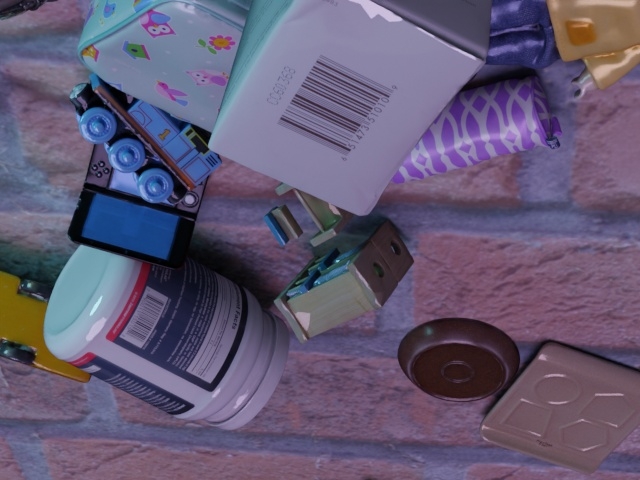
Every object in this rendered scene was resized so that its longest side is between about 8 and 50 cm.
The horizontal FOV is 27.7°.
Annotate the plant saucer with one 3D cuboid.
[{"bbox_3d":[0.188,0.171,1.782,0.168,0.029,0.168,6,136,5],"label":"plant saucer"}]

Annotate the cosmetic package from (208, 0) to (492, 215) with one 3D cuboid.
[{"bbox_3d":[0.041,-0.239,1.125,0.156,0.385,0.217,24,138,-12],"label":"cosmetic package"}]

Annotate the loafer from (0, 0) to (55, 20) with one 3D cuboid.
[{"bbox_3d":[-0.277,-0.279,1.351,0.267,0.096,0.084,-23,134,26],"label":"loafer"}]

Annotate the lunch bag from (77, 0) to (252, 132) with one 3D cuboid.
[{"bbox_3d":[-0.083,-0.200,1.329,0.279,0.108,0.224,23,153,-33],"label":"lunch bag"}]

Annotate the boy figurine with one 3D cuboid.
[{"bbox_3d":[0.276,-0.220,1.318,0.285,0.092,0.177,-2,130,15],"label":"boy figurine"}]

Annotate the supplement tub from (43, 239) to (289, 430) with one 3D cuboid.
[{"bbox_3d":[-0.196,0.113,1.661,0.272,0.191,0.191,32,132,-27],"label":"supplement tub"}]

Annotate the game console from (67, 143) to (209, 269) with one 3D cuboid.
[{"bbox_3d":[-0.215,-0.051,1.552,0.144,0.085,0.124,16,113,-7],"label":"game console"}]

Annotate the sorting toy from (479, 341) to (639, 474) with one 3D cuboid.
[{"bbox_3d":[0.349,0.233,1.817,0.193,0.038,0.208,19,131,-10],"label":"sorting toy"}]

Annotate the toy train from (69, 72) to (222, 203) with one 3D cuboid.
[{"bbox_3d":[-0.202,-0.125,1.493,0.105,0.080,0.184,-41,114,2],"label":"toy train"}]

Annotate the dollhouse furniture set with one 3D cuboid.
[{"bbox_3d":[0.000,0.000,1.590,0.129,0.129,0.183,-27,101,32],"label":"dollhouse furniture set"}]

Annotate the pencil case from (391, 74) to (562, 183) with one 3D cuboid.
[{"bbox_3d":[0.163,-0.122,1.448,0.206,0.086,0.088,-11,160,22],"label":"pencil case"}]

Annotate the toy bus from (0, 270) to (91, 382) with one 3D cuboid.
[{"bbox_3d":[-0.450,0.089,1.722,0.333,0.108,0.130,19,171,-11],"label":"toy bus"}]
